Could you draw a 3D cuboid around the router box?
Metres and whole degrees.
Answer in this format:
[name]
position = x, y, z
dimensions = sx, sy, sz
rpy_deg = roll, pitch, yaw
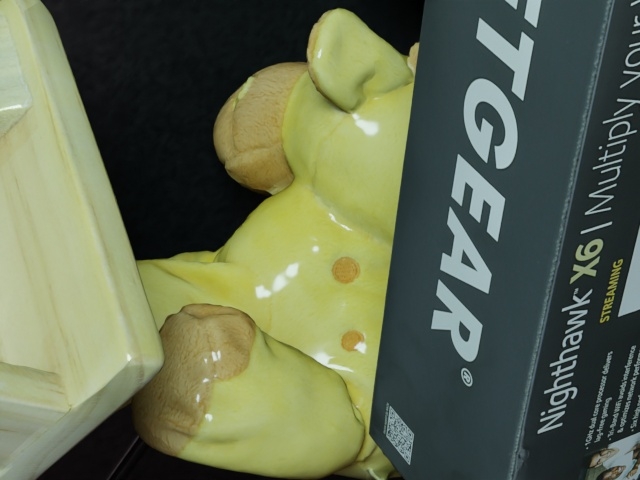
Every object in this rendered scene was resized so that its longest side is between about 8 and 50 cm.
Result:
[router box]
position = 0.148, -0.059, 0.555
dimensions = 0.243, 0.081, 0.309
rpy_deg = -18, 135, -27

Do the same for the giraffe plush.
[giraffe plush]
position = 0.000, 0.000, 0.687
dimensions = 0.181, 0.210, 0.171
rpy_deg = 13, 93, -79

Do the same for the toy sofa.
[toy sofa]
position = -0.235, -0.005, 0.454
dimensions = 0.177, 0.150, 0.362
rpy_deg = -41, 144, 26
